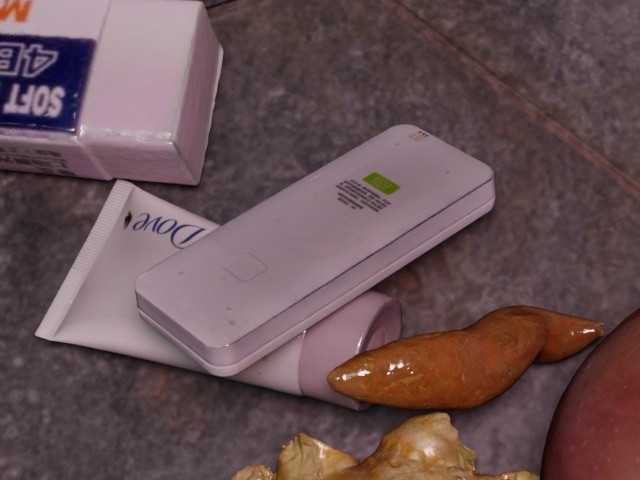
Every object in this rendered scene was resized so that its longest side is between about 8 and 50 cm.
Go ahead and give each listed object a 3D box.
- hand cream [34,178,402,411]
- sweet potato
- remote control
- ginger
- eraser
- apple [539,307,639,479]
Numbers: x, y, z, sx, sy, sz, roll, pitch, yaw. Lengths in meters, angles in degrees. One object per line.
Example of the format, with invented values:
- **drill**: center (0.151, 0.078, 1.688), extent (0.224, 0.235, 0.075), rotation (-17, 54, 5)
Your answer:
- **hand cream**: center (-0.068, 0.040, 1.061), extent (0.248, 0.083, 0.133), rotation (15, 66, 20)
- **sweet potato**: center (0.097, 0.080, 0.996), extent (0.202, 0.055, 0.058), rotation (-11, 92, -30)
- **remote control**: center (0.000, 0.000, 1.015), extent (0.250, 0.034, 0.103), rotation (-33, 45, -28)
- **ginger**: center (0.046, 0.191, 0.980), extent (0.216, 0.102, 0.157), rotation (-19, 56, 6)
- **eraser**: center (-0.225, -0.119, 1.119), extent (0.287, 0.086, 0.130), rotation (4, 68, 10)
- **apple**: center (0.272, 0.167, 0.882), extent (0.306, 0.235, 0.305), rotation (-2, 75, 8)
